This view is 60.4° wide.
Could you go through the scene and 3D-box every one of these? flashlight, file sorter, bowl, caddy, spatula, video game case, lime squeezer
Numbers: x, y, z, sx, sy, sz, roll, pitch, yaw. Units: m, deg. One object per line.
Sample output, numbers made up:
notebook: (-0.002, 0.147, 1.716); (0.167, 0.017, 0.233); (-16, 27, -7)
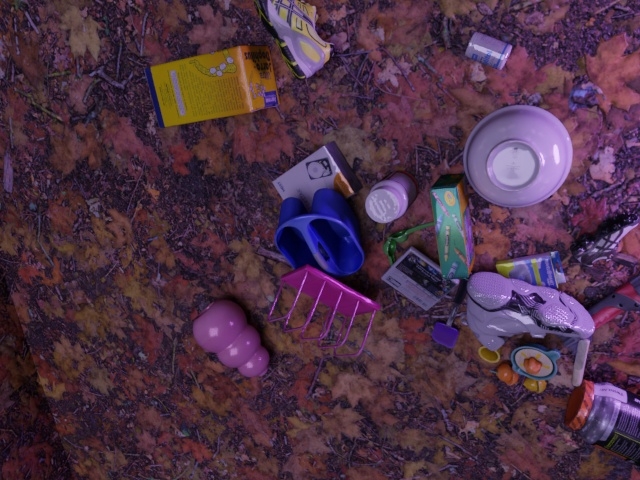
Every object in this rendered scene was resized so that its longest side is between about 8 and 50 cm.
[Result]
flashlight: (0.830, 0.215, 1.577); (0.103, 0.103, 0.304); (44, 118, 2)
file sorter: (0.003, 0.239, 1.788); (0.290, 0.182, 0.202); (30, 155, -18)
bowl: (0.538, -0.218, 1.524); (0.297, 0.134, 0.298); (8, 112, 20)
caddy: (0.000, 0.000, 1.725); (0.241, 0.179, 0.341); (-15, 140, 18)
spatula: (0.435, 0.224, 1.785); (0.084, 0.030, 0.297); (22, 116, 17)
video game case: (0.317, 0.125, 1.767); (0.190, 0.022, 0.173); (36, 133, -3)
lime squeezer: (0.258, 0.018, 1.749); (0.110, 0.058, 0.310); (51, 137, 25)

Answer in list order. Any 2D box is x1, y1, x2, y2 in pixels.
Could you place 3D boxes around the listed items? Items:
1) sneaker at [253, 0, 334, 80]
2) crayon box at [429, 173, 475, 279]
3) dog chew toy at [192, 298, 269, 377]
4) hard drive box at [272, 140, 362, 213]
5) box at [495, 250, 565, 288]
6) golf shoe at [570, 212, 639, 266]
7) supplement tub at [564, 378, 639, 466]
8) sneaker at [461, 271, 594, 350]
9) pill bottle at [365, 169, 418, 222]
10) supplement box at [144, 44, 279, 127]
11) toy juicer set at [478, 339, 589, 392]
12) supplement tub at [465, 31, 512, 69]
sneaker: (-0.095, -0.674, 1.645); (0.147, 0.145, 0.385); (-29, 94, -2)
crayon box: (0.395, -0.044, 1.628); (0.081, 0.165, 0.279); (-4, 107, 24)
dog chew toy: (-0.323, 0.382, 2.074); (0.206, 0.207, 0.332); (-36, 100, 29)
hard drive box: (-0.010, -0.182, 1.793); (0.232, 0.089, 0.181); (-31, 94, 29)
box: (0.630, 0.100, 1.652); (0.178, 0.042, 0.109); (-13, 104, 27)
golf shoe: (0.803, 0.000, 1.533); (0.094, 0.077, 0.198); (44, 126, -10)
supplement tub: (0.902, 0.543, 1.612); (0.315, 0.193, 0.194); (23, 116, 13)
sneaker: (0.598, 0.237, 1.638); (0.365, 0.137, 0.210); (19, 134, 15)
pill bottle: (0.213, -0.130, 1.641); (0.121, 0.221, 0.121); (8, 112, 20)
supplement box: (-0.342, -0.491, 1.760); (0.356, 0.194, 0.196); (-4, 107, 23)
toy juicer set: (0.661, 0.395, 1.672); (0.328, 0.089, 0.209); (-7, 118, 41)
supplement tub: (0.454, -0.512, 1.487); (0.107, 0.071, 0.071); (26, 117, 12)
